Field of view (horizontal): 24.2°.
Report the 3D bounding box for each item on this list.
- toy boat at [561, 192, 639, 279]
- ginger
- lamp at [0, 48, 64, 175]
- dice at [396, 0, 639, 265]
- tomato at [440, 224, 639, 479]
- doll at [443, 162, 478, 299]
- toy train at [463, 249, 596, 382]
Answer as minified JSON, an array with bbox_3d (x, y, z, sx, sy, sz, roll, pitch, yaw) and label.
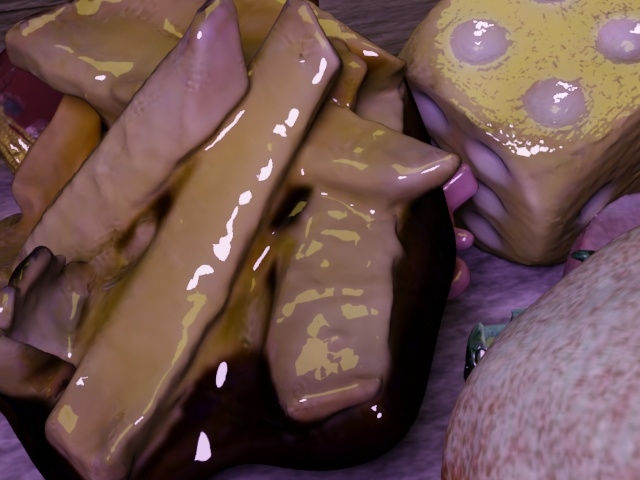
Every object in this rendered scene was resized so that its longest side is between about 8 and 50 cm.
[{"bbox_3d":[0.230,0.060,0.961,0.155,0.085,0.227,3,39,0],"label":"toy boat"},{"bbox_3d":[-0.110,-0.044,0.897,0.358,0.211,0.413,-23,39,6],"label":"ginger"},{"bbox_3d":[-0.191,-0.097,1.192,0.157,0.156,0.135,-23,62,25],"label":"lamp"},{"bbox_3d":[0.159,-0.096,1.081,0.169,0.169,0.166,-40,65,-17],"label":"dice"},{"bbox_3d":[0.187,0.126,0.596,0.303,0.303,0.239,-20,10,-33],"label":"tomato"},{"bbox_3d":[0.000,0.000,1.024,0.211,0.093,0.262,-41,39,-18],"label":"doll"},{"bbox_3d":[0.210,0.092,0.788,0.269,0.154,0.115,-1,20,-2],"label":"toy train"}]
